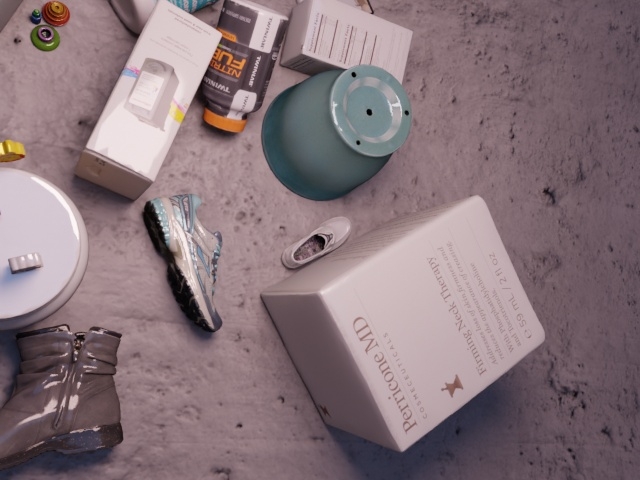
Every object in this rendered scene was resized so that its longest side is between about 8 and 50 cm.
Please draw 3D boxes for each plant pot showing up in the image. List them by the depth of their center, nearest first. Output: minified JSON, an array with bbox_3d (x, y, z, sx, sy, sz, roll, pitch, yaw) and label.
[{"bbox_3d":[0.046,-0.237,1.300,0.271,0.255,0.272,3,83,-24],"label":"plant pot"}]

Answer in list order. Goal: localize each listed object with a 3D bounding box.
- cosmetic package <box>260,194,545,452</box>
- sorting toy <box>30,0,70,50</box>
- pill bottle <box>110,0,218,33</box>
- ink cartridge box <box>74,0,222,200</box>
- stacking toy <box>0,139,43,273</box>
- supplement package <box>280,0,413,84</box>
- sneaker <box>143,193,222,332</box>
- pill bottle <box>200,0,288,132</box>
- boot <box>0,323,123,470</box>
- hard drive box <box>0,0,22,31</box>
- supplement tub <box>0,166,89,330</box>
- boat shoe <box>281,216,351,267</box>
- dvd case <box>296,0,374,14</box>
[{"bbox_3d":[0.157,0.154,1.267,0.393,0.327,0.330,-30,97,-24],"label":"cosmetic package"},{"bbox_3d":[-0.511,-0.411,1.175,0.061,0.042,0.102,21,76,-22],"label":"sorting toy"},{"bbox_3d":[-0.280,-0.524,1.239,0.264,0.146,0.146,-35,99,-24],"label":"pill bottle"},{"bbox_3d":[-0.317,-0.246,1.147,0.131,0.226,0.306,25,75,-20],"label":"ink cartridge box"},{"bbox_3d":[-0.471,-0.026,0.780,0.221,0.052,0.167,-13,88,-24],"label":"stacking toy"},{"bbox_3d":[0.056,-0.424,1.378,0.244,0.139,0.134,12,89,-26],"label":"supplement package"},{"bbox_3d":[-0.234,0.038,1.218,0.122,0.110,0.283,-22,94,-29],"label":"sneaker"},{"bbox_3d":[-0.160,-0.343,1.244,0.130,0.130,0.246,11,113,-24],"label":"pill bottle"},{"bbox_3d":[-0.510,0.263,1.071,0.338,0.118,0.223,-2,82,-36],"label":"boot"},{"bbox_3d":[-0.602,-0.440,1.040,0.181,0.089,0.232,42,112,-15],"label":"hard drive box"},{"bbox_3d":[-0.493,0.019,0.973,0.241,0.331,0.241,3,83,-25],"label":"supplement tub"},{"bbox_3d":[0.000,0.000,1.356,0.184,0.063,0.066,-25,95,-25],"label":"boat shoe"},{"bbox_3d":[0.003,-0.619,1.454,0.180,0.022,0.253,-27,96,-25],"label":"dvd case"}]
